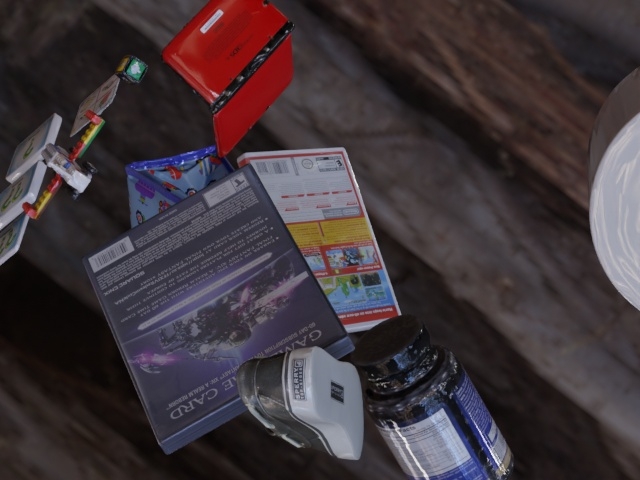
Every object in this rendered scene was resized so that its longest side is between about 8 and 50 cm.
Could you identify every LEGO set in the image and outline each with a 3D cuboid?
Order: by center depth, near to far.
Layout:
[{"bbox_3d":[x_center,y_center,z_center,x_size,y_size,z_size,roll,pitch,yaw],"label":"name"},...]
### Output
[{"bbox_3d":[-0.259,-0.086,1.595,0.244,0.060,0.182,-33,-146,40],"label":"LEGO set"}]

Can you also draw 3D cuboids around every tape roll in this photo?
[{"bbox_3d":[0.374,-0.052,1.575,0.246,0.246,0.169,-54,-175,21],"label":"tape roll"}]

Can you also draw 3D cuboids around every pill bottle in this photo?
[{"bbox_3d":[0.125,0.198,1.921,0.122,0.219,0.123,-26,-158,11],"label":"pill bottle"}]

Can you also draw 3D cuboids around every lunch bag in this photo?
[{"bbox_3d":[-0.119,0.041,2.072,0.138,0.293,0.221,-14,119,-25],"label":"lunch bag"}]

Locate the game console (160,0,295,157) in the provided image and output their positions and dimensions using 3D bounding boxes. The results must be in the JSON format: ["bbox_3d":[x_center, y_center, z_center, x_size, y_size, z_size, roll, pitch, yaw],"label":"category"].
[{"bbox_3d":[-0.097,-0.185,1.780,0.144,0.124,0.085,-51,-173,-30],"label":"game console"}]

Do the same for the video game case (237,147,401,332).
[{"bbox_3d":[0.000,0.000,2.458,0.204,0.285,0.025,-6,162,-43],"label":"video game case"}]

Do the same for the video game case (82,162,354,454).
[{"bbox_3d":[-0.104,0.057,1.584,0.196,0.274,0.026,-29,135,-1],"label":"video game case"}]

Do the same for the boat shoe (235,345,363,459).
[{"bbox_3d":[-0.013,0.133,1.394,0.219,0.070,0.078,52,37,-65],"label":"boat shoe"}]
